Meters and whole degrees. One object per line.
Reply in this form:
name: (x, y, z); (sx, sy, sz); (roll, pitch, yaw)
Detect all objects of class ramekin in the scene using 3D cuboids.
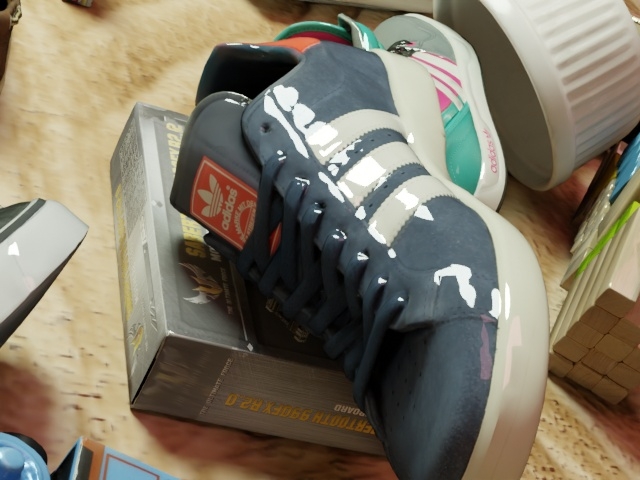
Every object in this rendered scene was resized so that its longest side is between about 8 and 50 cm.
ramekin: (0.194, -0.158, 1.004); (0.109, 0.207, 0.207); (-28, 50, -7)

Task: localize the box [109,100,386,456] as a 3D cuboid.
box: (-0.028, 0.020, 0.695); (0.183, 0.056, 0.231); (14, 33, -24)

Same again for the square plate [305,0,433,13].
square plate: (-0.041, -0.355, 1.286); (0.344, 0.049, 0.347); (-7, 45, -46)

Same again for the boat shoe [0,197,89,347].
boat shoe: (-0.204, 0.044, 0.443); (0.105, 0.113, 0.306); (44, 38, -3)

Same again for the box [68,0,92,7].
box: (-0.200, -0.270, 0.962); (0.027, 0.094, 0.137); (11, 33, -30)

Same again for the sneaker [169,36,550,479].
sneaker: (0.000, 0.000, 0.582); (0.148, 0.131, 0.350); (11, 29, -18)

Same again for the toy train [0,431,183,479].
toy train: (-0.105, 0.146, 0.408); (0.105, 0.080, 0.184); (26, 28, -18)

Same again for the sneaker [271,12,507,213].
sneaker: (0.032, -0.124, 0.922); (0.178, 0.124, 0.295); (27, 29, -25)

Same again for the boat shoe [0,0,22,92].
boat shoe: (-0.242, -0.182, 0.782); (0.095, 0.095, 0.257); (10, 34, -31)

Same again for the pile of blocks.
pile of blocks: (0.270, 0.004, 0.893); (0.113, 0.149, 0.362); (31, 28, 2)

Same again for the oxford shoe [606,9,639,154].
oxford shoe: (0.333, -0.155, 1.235); (0.130, 0.123, 0.348); (-15, 50, -45)
